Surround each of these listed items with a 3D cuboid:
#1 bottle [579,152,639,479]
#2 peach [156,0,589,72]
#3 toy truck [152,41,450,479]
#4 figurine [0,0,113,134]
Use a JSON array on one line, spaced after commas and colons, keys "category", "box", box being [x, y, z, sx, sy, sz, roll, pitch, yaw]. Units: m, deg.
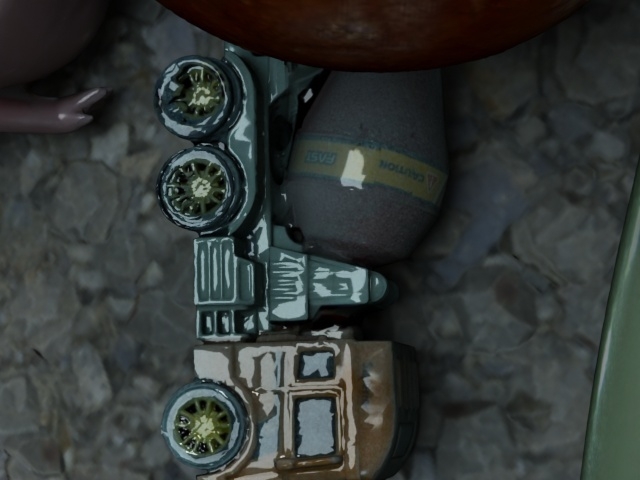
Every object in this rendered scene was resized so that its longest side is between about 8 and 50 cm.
[{"category": "bottle", "box": [0.185, 0.114, 0.649, 0.168, 0.168, 0.347, 14, 96, 26]}, {"category": "peach", "box": [0.007, -0.252, 0.667, 0.335, 0.310, 0.406, -27, 63, -23]}, {"category": "toy truck", "box": [0.000, 0.000, 0.779, 0.140, 0.108, 0.257, -3, 83, 12]}, {"category": "figurine", "box": [-0.232, -0.104, 0.855, 0.287, 0.186, 0.176, -44, 72, 24]}]
